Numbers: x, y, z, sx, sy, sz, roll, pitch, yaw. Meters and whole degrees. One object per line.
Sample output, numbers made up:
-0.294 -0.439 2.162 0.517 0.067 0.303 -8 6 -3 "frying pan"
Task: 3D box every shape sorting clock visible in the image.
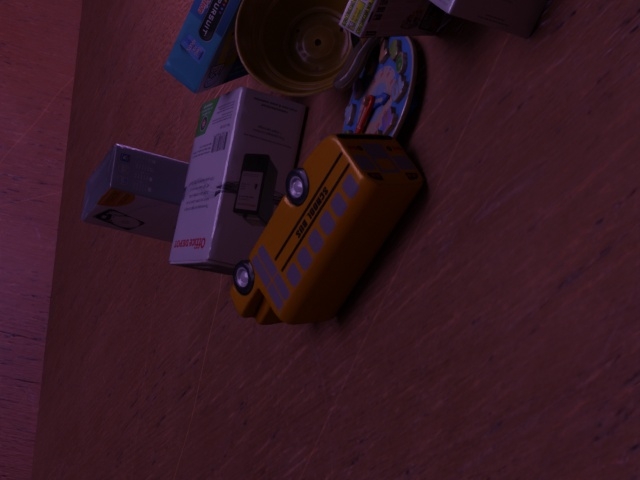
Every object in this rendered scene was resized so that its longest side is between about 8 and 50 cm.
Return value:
0.077 -0.190 1.640 0.206 0.040 0.206 -43 40 51 "shape sorting clock"

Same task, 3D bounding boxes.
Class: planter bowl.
-0.013 -0.311 1.793 0.090 0.217 0.217 30 -110 -72 "planter bowl"

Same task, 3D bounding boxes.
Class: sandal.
0.060 -0.296 1.683 0.180 0.049 0.072 -59 11 0 "sandal"

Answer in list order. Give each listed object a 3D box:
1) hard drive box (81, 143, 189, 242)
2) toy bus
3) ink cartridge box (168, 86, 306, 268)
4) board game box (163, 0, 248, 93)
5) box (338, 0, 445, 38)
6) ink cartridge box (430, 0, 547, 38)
-0.298 -0.078 2.174 0.181 0.232 0.089 -36 45 57 "hard drive box"
0.000 0.000 1.591 0.130 0.108 0.332 57 132 31 "toy bus"
-0.142 -0.089 1.968 0.211 0.122 0.289 -3 74 66 "ink cartridge box"
-0.093 -0.414 1.913 0.254 0.079 0.336 -33 -21 -53 "board game box"
0.108 -0.310 1.468 0.036 0.207 0.114 34 114 21 "box"
0.195 -0.341 1.331 0.128 0.127 0.176 50 122 48 "ink cartridge box"
